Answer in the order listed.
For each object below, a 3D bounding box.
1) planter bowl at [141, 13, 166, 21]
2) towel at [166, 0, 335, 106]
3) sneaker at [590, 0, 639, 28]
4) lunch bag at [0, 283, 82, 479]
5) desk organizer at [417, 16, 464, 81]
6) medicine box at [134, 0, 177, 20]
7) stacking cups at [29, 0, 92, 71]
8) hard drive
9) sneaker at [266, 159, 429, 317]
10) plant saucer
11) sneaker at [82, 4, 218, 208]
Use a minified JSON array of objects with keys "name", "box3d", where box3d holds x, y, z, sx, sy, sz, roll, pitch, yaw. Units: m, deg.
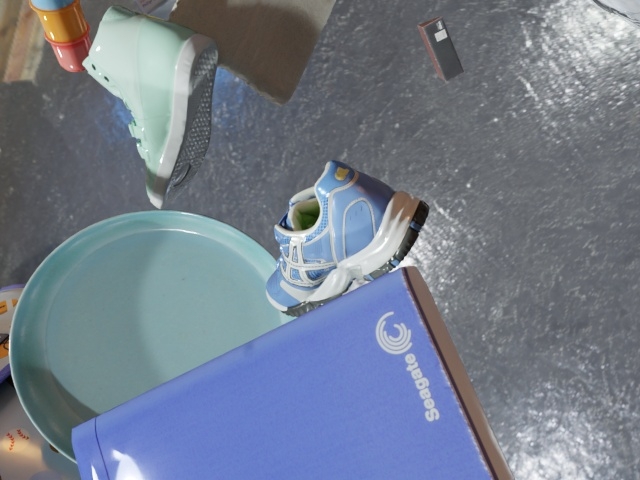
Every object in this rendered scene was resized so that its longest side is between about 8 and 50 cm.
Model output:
[{"name":"planter bowl","box3d":[-0.354,-0.495,1.554,0.090,0.217,0.217,23,121,26]},{"name":"towel","box3d":[-0.066,-0.340,0.789,0.049,0.187,0.282,24,89,60]},{"name":"sneaker","box3d":[0.534,-0.425,0.997,0.137,0.210,0.366,-56,43,19]},{"name":"lunch bag","box3d":[-0.381,0.243,0.853,0.385,0.328,0.239,26,127,3]},{"name":"desk organizer","box3d":[0.259,-0.415,1.340,0.047,0.050,0.130,-28,116,5]},{"name":"medicine box","box3d":[-0.320,-0.578,1.162,0.149,0.263,0.289,-32,102,10]},{"name":"stacking cups","box3d":[-0.420,-0.400,0.957,0.096,0.096,0.316,36,152,24]},{"name":"hard drive","box3d":[-0.032,0.180,0.439,0.318,0.040,0.210,-28,75,23]},{"name":"sneaker","box3d":[0.000,0.000,0.503,0.081,0.080,0.211,35,145,-10]},{"name":"plant saucer","box3d":[-0.172,0.119,0.690,0.044,0.317,0.318,-131,29,-75]},{"name":"sneaker","box3d":[-0.219,-0.165,0.774,0.151,0.094,0.256,27,131,7]}]
